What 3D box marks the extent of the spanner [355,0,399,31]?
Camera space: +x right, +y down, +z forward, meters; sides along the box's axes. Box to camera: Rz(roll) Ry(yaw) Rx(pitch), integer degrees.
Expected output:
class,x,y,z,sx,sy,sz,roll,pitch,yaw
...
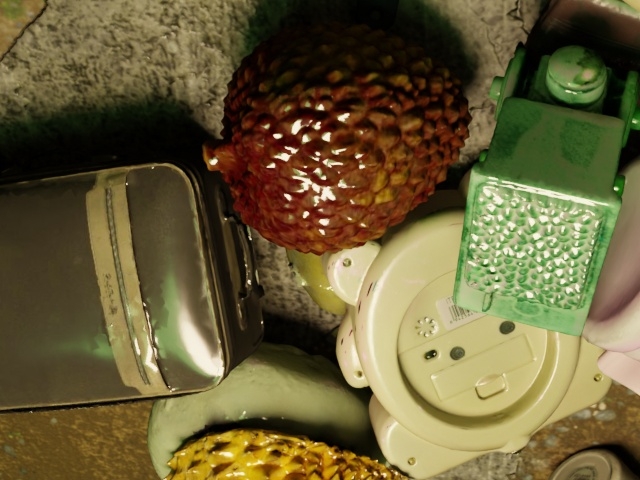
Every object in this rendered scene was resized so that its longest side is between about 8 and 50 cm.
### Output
class,x,y,z,sx,sy,sz,roll,pitch,yaw
spanner,0.079,-0.326,1.329,0.087,0.024,0.316,8,132,-1

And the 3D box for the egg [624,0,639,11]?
class,x,y,z,sx,sy,sz,roll,pitch,yaw
egg,0.339,-0.269,1.204,0.242,0.186,0.186,6,134,-15

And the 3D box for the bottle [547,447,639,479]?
class,x,y,z,sx,sy,sz,roll,pitch,yaw
bottle,0.395,0.381,1.800,0.120,0.120,0.253,-27,119,31

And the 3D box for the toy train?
class,x,y,z,sx,sy,sz,roll,pitch,yaw
toy train,0.215,-0.056,1.341,0.145,0.202,0.266,13,149,9

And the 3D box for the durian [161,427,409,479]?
class,x,y,z,sx,sy,sz,roll,pitch,yaw
durian,-0.078,0.291,1.605,0.195,0.185,0.305,50,138,-13

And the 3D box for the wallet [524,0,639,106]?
class,x,y,z,sx,sy,sz,roll,pitch,yaw
wallet,0.313,-0.171,1.355,0.229,0.049,0.182,17,157,-2

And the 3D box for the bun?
class,x,y,z,sx,sy,sz,roll,pitch,yaw
bun,-0.061,0.215,1.726,0.293,0.187,0.293,6,142,5

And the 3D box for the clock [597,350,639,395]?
class,x,y,z,sx,sy,sz,roll,pitch,yaw
clock,0.437,0.185,1.520,0.290,0.275,0.080,28,135,-6

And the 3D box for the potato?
class,x,y,z,sx,sy,sz,roll,pitch,yaw
potato,0.000,0.000,1.580,0.105,0.085,0.188,28,140,38

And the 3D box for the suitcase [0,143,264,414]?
class,x,y,z,sx,sy,sz,roll,pitch,yaw
suitcase,-0.280,0.039,1.584,0.434,0.194,0.283,-7,100,16

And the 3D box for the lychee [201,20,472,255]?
class,x,y,z,sx,sy,sz,roll,pitch,yaw
lychee,0.017,-0.104,1.403,0.271,0.236,0.236,-18,130,-11

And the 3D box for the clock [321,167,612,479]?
class,x,y,z,sx,sy,sz,roll,pitch,yaw
clock,0.154,0.087,1.554,0.284,0.114,0.309,-23,113,1

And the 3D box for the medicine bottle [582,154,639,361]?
class,x,y,z,sx,sy,sz,roll,pitch,yaw
medicine bottle,0.438,0.055,1.423,0.325,0.212,0.212,20,132,-14
